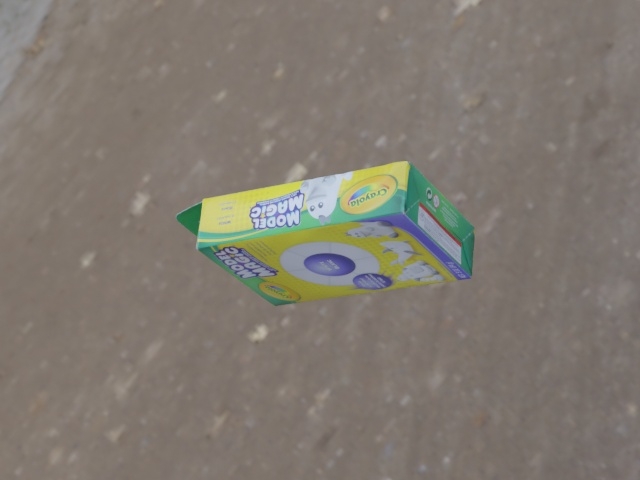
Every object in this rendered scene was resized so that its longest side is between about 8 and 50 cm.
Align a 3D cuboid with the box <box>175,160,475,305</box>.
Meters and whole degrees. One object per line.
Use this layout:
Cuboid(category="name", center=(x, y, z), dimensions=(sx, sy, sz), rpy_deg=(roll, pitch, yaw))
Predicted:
Cuboid(category="box", center=(0.000, 0.000, 0.929), dimensions=(0.179, 0.105, 0.043), rpy_deg=(-8, 62, 30))
